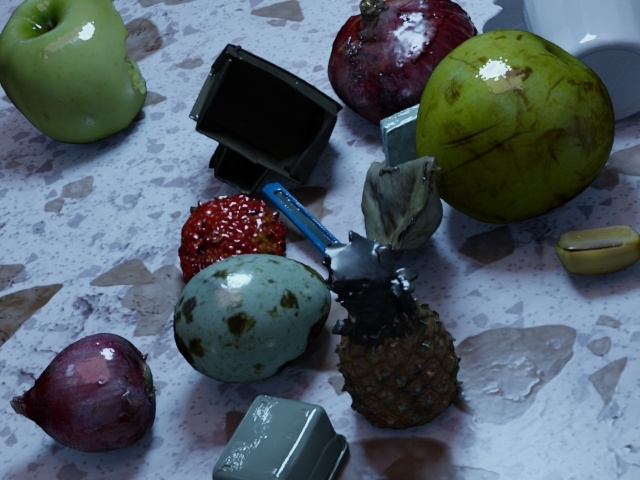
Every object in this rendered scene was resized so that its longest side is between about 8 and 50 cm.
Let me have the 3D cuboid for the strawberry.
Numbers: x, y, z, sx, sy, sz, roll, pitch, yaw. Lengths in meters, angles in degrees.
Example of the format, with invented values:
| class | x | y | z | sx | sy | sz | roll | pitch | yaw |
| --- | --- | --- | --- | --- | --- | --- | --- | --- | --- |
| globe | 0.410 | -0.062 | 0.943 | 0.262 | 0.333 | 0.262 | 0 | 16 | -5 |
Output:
| class | x | y | z | sx | sy | sz | roll | pitch | yaw |
| --- | --- | --- | --- | --- | --- | --- | --- | --- | --- |
| strawberry | -0.143 | 0.022 | 2.002 | 0.174 | 0.098 | 0.228 | -7 | 38 | 14 |

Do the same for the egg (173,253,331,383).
| class | x | y | z | sx | sy | sz | roll | pitch | yaw |
| --- | --- | --- | --- | --- | --- | --- | --- | --- | --- |
| egg | -0.087 | 0.099 | 1.835 | 0.231 | 0.169 | 0.169 | -21 | 35 | -32 |

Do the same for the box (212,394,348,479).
| class | x | y | z | sx | sy | sz | roll | pitch | yaw |
| --- | --- | --- | --- | --- | --- | --- | --- | --- | --- |
| box | -0.054 | 0.268 | 1.674 | 0.124 | 0.093 | 0.172 | 6 | 44 | 26 |

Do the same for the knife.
| class | x | y | z | sx | sy | sz | roll | pitch | yaw |
| --- | --- | --- | --- | --- | --- | --- | --- | --- | --- |
| knife | 0.000 | -0.002 | 2.004 | 0.044 | 0.026 | 0.296 | -29 | 50 | -21 |

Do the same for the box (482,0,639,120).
| class | x | y | z | sx | sy | sz | roll | pitch | yaw |
| --- | --- | --- | --- | --- | --- | --- | --- | --- | --- |
| box | 0.394 | -0.304 | 2.096 | 0.291 | 0.262 | 0.206 | -16 | 48 | 15 |

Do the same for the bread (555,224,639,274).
| class | x | y | z | sx | sy | sz | roll | pitch | yaw |
| --- | --- | --- | --- | --- | --- | --- | --- | --- | --- |
| bread | 0.373 | 0.018 | 1.843 | 0.115 | 0.056 | 0.082 | -7 | 21 | -2 |

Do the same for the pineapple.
| class | x | y | z | sx | sy | sz | roll | pitch | yaw |
| --- | --- | --- | --- | --- | --- | --- | --- | --- | --- |
| pineapple | 0.074 | 0.098 | 1.685 | 0.158 | 0.279 | 0.158 | -13 | 37 | 11 |

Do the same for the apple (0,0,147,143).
| class | x | y | z | sx | sy | sz | roll | pitch | yaw |
| --- | --- | --- | --- | --- | --- | --- | --- | --- | --- |
| apple | -0.424 | -0.297 | 2.372 | 0.279 | 0.279 | 0.279 | -11 | 39 | 9 |

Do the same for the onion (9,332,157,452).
| class | x | y | z | sx | sy | sz | roll | pitch | yaw |
| --- | --- | --- | --- | --- | --- | --- | --- | --- | --- |
| onion | -0.312 | 0.205 | 1.808 | 0.195 | 0.159 | 0.159 | -13 | 38 | 6 |

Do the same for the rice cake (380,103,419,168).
| class | x | y | z | sx | sy | sz | roll | pitch | yaw |
| --- | --- | --- | --- | --- | --- | --- | --- | --- | --- |
| rice cake | 0.195 | -0.166 | 2.092 | 0.211 | 0.124 | 0.038 | -17 | 42 | -7 |

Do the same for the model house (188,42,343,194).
| class | x | y | z | sx | sy | sz | roll | pitch | yaw |
| --- | --- | --- | --- | --- | --- | --- | --- | --- | --- |
| model house | -0.098 | -0.193 | 2.191 | 0.204 | 0.211 | 0.243 | -59 | 11 | 16 |

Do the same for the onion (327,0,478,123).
| class | x | y | z | sx | sy | sz | roll | pitch | yaw |
| --- | --- | --- | --- | --- | --- | --- | --- | --- | --- |
| onion | 0.125 | -0.307 | 2.204 | 0.252 | 0.219 | 0.252 | -17 | 40 | 15 |

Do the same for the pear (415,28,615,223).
| class | x | y | z | sx | sy | sz | roll | pitch | yaw |
| --- | --- | --- | --- | --- | --- | --- | --- | --- | --- |
| pear | 0.267 | -0.155 | 1.936 | 0.283 | 0.283 | 0.283 | -11 | 39 | 9 |

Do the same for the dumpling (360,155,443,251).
| class | x | y | z | sx | sy | sz | roll | pitch | yaw |
| --- | --- | --- | --- | --- | --- | --- | --- | --- | --- |
| dumpling | 0.121 | -0.032 | 1.925 | 0.086 | 0.166 | 0.332 | 7 | 1 | -9 |
